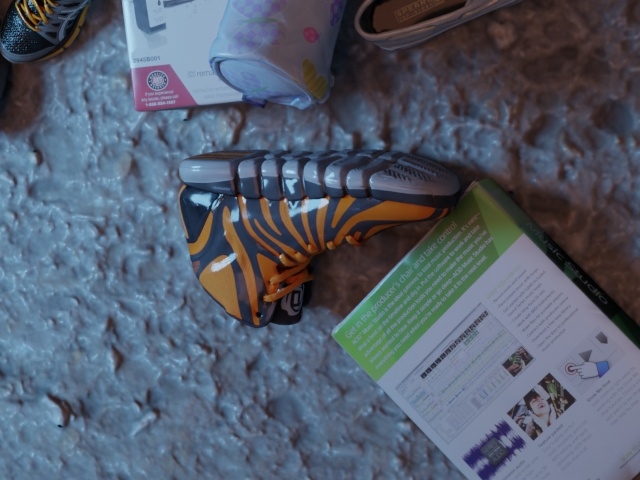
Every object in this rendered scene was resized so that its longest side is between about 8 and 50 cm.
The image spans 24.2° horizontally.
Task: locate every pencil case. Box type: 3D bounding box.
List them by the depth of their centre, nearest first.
[{"bbox_3d":[-0.015,-0.267,1.459,0.124,0.113,0.273,18,79,-1],"label":"pencil case"}]

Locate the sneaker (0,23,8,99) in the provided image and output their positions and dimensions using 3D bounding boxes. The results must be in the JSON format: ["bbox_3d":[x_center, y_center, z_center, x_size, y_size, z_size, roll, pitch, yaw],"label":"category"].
[{"bbox_3d":[-0.445,-0.283,1.663,0.125,0.140,0.340,-6,96,21],"label":"sneaker"}]

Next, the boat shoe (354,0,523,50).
[{"bbox_3d":[0.150,-0.260,1.459,0.258,0.084,0.095,-33,85,23],"label":"boat shoe"}]

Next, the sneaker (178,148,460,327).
[{"bbox_3d":[0.000,0.000,1.550,0.321,0.125,0.180,4,103,32],"label":"sneaker"}]

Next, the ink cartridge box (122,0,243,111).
[{"bbox_3d":[-0.121,-0.250,1.565,0.159,0.092,0.217,-4,94,22],"label":"ink cartridge box"}]

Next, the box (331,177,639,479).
[{"bbox_3d":[0.199,0.128,1.512,0.322,0.058,0.232,46,111,8],"label":"box"}]

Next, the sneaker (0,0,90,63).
[{"bbox_3d":[-0.288,-0.276,1.632,0.215,0.083,0.084,-43,83,23],"label":"sneaker"}]
